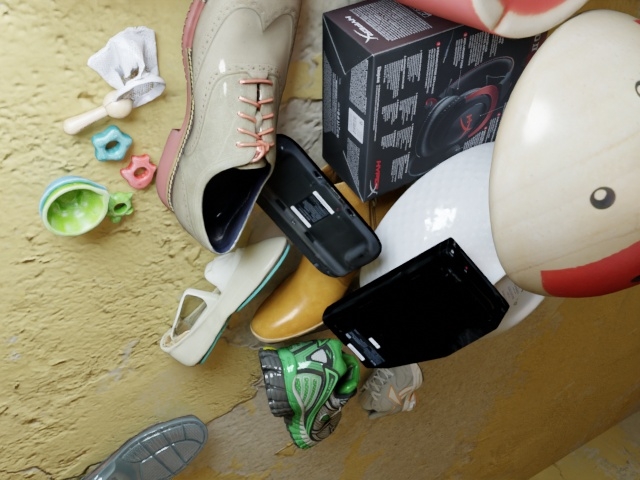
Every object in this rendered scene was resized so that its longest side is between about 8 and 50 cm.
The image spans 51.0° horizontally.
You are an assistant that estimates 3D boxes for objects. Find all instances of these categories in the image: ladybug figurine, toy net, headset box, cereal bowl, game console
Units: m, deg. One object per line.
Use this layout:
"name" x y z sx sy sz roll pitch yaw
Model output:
"ladybug figurine" 0.322 -0.071 0.723 0.449 0.162 0.304 5 104 -58
"toy net" -0.205 -0.104 0.696 0.122 0.045 0.232 7 124 -44
"headset box" 0.152 -0.204 0.844 0.293 0.110 0.218 -24 142 -20
"cereal bowl" 0.232 0.036 0.957 0.339 0.141 0.338 -23 140 -21
"game console" 0.048 0.014 0.832 0.213 0.361 0.044 -33 -164 35

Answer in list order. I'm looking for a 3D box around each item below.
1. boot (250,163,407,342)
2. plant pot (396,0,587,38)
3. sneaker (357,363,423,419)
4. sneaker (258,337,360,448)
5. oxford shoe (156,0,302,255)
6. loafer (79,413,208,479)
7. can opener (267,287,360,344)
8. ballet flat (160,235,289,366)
"boot" 0.001 0.000 0.956 0.295 0.104 0.211 -33 138 -15
"plant pot" 0.131 -0.321 0.591 0.275 0.243 0.274 -23 140 -21
"sneaker" 0.135 0.297 1.381 0.121 0.099 0.262 -23 140 -14
"sneaker" 0.003 0.263 1.138 0.147 0.134 0.343 -13 154 2
"oxford shoe" -0.074 -0.140 0.698 0.123 0.130 0.348 -8 134 -34
"loafer" -0.311 0.364 1.094 0.268 0.084 0.096 -34 113 -13
"can opener" 0.040 0.126 1.111 0.284 0.095 0.075 -10 134 -34
"ballet flat" -0.140 0.076 0.921 0.086 0.086 0.248 14 120 -48
